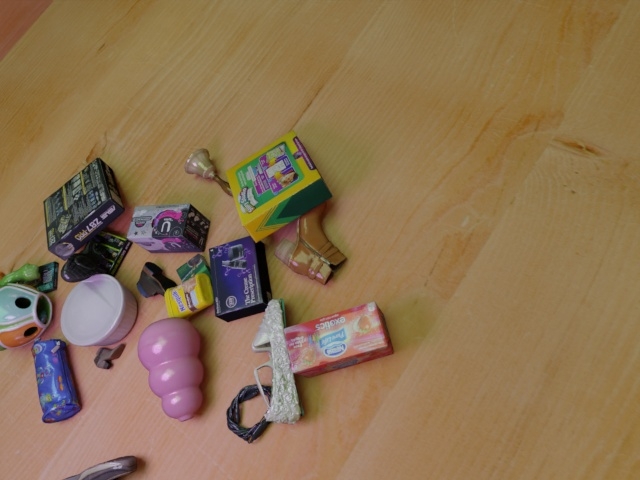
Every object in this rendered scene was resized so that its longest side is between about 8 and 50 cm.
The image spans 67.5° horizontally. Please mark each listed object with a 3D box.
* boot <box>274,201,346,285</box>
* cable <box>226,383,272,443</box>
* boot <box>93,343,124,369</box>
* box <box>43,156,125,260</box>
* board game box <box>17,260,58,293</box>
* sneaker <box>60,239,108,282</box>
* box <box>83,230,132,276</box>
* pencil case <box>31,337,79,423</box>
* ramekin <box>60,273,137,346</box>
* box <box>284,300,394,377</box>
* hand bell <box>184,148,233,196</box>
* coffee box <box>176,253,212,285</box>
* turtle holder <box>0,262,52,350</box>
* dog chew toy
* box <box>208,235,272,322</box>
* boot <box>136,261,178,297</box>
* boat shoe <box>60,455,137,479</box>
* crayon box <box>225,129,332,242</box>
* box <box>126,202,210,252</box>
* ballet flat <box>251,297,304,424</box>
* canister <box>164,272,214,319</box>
[{"bbox_3d":[0.000,0.000,1.661,0.220,0.109,0.283,30,69,18],"label":"boot"},{"bbox_3d":[-0.218,0.543,1.541,0.150,0.047,0.184,32,83,31],"label":"cable"},{"bbox_3d":[-0.791,0.420,1.778,0.087,0.042,0.118,22,71,32],"label":"boot"},{"bbox_3d":[-0.990,-0.143,1.986,0.318,0.097,0.395,-39,45,-2],"label":"box"},{"bbox_3d":[-1.193,0.172,2.018,0.186,0.026,0.126,-16,65,11],"label":"board game box"},{"bbox_3d":[-0.903,0.103,1.805,0.130,0.286,0.109,-41,104,10],"label":"sneaker"},{"bbox_3d":[-0.889,0.057,1.958,0.190,0.045,0.184,16,72,24],"label":"box"},{"bbox_3d":[-0.972,0.503,1.754,0.133,0.119,0.306,-40,61,24],"label":"pencil case"},{"bbox_3d":[-0.818,0.271,1.798,0.272,0.127,0.273,-7,67,16],"label":"ramekin"},{"bbox_3d":[0.059,0.312,1.482,0.300,0.154,0.142,-18,64,9],"label":"box"},{"bbox_3d":[-0.414,-0.247,1.913,0.242,0.126,0.126,40,85,14],"label":"hand bell"},{"bbox_3d":[-0.450,0.150,1.776,0.113,0.040,0.184,-36,63,1],"label":"coffee box"},{"bbox_3d":[-1.187,0.271,1.883,0.227,0.243,0.320,-11,30,-1],"label":"turtle holder"},{"bbox_3d":[-0.482,0.429,1.591,0.206,0.206,0.332,-23,72,8],"label":"dog chew toy"},{"bbox_3d":[-0.284,0.135,1.697,0.184,0.103,0.261,-19,64,13],"label":"box"},{"bbox_3d":[-0.610,0.190,1.809,0.219,0.082,0.106,44,110,21],"label":"boot"},{"bbox_3d":[-0.737,0.809,1.562,0.355,0.132,0.130,-27,72,15],"label":"boat shoe"},{"bbox_3d":[-0.163,-0.206,1.738,0.313,0.106,0.363,-31,43,5],"label":"crayon box"},{"bbox_3d":[-0.578,-0.042,1.828,0.247,0.163,0.142,-2,66,18],"label":"box"},{"bbox_3d":[-0.150,0.374,1.515,0.147,0.147,0.409,-18,64,10],"label":"ballet flat"},{"bbox_3d":[-0.460,0.200,1.687,0.170,0.073,0.126,-29,68,26],"label":"canister"}]
